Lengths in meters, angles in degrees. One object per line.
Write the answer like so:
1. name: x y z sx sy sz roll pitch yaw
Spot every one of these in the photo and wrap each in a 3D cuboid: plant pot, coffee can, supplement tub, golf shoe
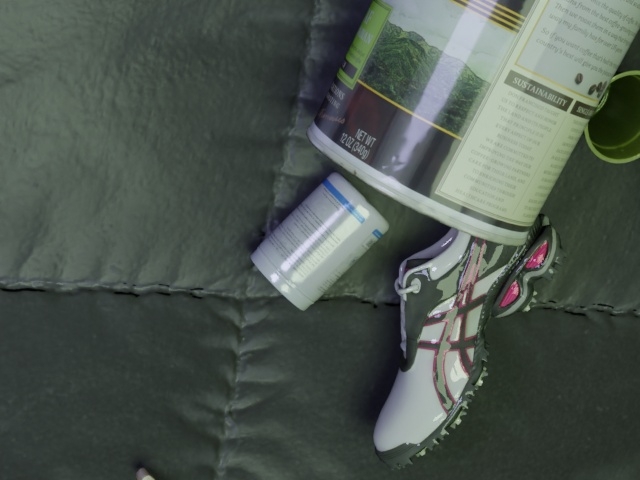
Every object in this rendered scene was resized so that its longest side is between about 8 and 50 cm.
1. plant pot: 0.252 -0.121 1.162 0.083 0.079 0.083 -8 116 -17
2. coffee can: 0.137 -0.162 1.032 0.201 0.201 0.275 20 105 -26
3. supplement tub: 0.000 0.000 1.130 0.107 0.071 0.071 -44 119 3
4. golf shoe: 0.106 0.075 1.199 0.120 0.105 0.273 29 95 -12

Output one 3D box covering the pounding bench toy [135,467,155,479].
1. pounding bench toy: -0.146 0.251 1.198 0.065 0.052 0.083 14 107 -24
